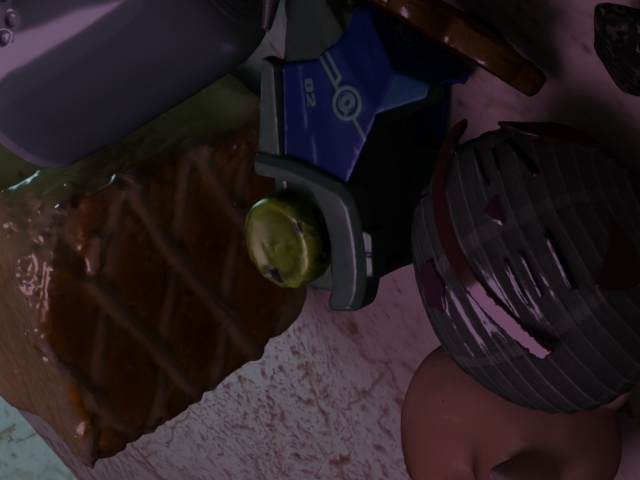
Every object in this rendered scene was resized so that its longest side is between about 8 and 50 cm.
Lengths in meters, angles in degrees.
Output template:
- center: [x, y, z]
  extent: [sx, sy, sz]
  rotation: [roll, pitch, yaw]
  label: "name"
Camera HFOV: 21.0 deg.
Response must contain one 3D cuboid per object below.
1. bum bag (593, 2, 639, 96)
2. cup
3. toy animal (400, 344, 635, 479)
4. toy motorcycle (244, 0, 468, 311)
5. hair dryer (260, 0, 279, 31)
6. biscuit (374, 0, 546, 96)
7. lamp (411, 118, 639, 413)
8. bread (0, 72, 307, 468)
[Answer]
- center: [0.298, -0.130, 1.322]
  extent: [0.102, 0.069, 0.248]
  rotation: [27, 174, -41]
  label: "bum bag"
- center: [-0.216, -0.284, 1.763]
  extent: [0.259, 0.274, 0.357]
  rotation: [39, -145, -47]
  label: "cup"
- center: [0.197, 0.208, 1.772]
  extent: [0.256, 0.195, 0.213]
  rotation: [19, 146, 45]
  label: "toy animal"
- center: [0.050, -0.107, 1.667]
  extent: [0.200, 0.191, 0.326]
  rotation: [18, 120, 39]
  label: "toy motorcycle"
- center: [-0.051, -0.289, 1.633]
  extent: [0.155, 0.044, 0.183]
  rotation: [31, 108, 43]
  label: "hair dryer"
- center: [0.090, -0.200, 1.512]
  extent: [0.236, 0.039, 0.180]
  rotation: [32, -173, 20]
  label: "biscuit"
- center: [0.197, 0.018, 1.507]
  extent: [0.265, 0.233, 0.233]
  rotation: [63, 158, 20]
  label: "lamp"
- center: [-0.226, 0.004, 2.016]
  extent: [0.279, 0.371, 0.390]
  rotation: [36, 146, 39]
  label: "bread"
